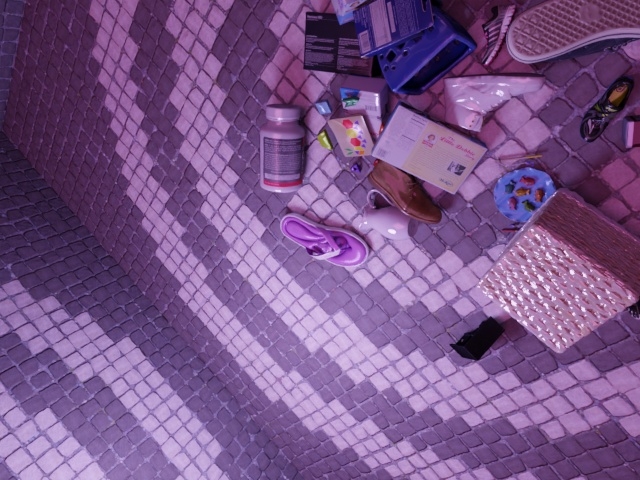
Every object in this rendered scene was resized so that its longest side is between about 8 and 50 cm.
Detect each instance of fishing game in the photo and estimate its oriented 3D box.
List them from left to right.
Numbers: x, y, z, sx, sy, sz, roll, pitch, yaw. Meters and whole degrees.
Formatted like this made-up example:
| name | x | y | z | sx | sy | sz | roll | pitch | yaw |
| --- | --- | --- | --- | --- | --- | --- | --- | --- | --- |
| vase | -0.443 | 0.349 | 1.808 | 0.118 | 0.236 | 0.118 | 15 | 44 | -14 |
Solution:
| name | x | y | z | sx | sy | sz | roll | pitch | yaw |
| --- | --- | --- | --- | --- | --- | --- | --- | --- | --- |
| fishing game | 0.657 | -0.142 | 1.365 | 0.189 | 0.041 | 0.263 | 4 | 113 | 32 |

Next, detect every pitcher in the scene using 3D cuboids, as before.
| name | x | y | z | sx | sy | sz | roll | pitch | yaw |
| --- | --- | --- | --- | --- | --- | --- | --- | --- | --- |
| pitcher | 0.255 | -0.096 | 1.576 | 0.207 | 0.126 | 0.177 | 15 | 110 | 38 |

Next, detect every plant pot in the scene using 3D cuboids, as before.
| name | x | y | z | sx | sy | sz | roll | pitch | yaw |
| --- | --- | --- | --- | --- | --- | --- | --- | --- | --- |
| plant pot | 0.292 | -0.597 | 1.270 | 0.236 | 0.236 | 0.212 | -35 | 84 | 36 |

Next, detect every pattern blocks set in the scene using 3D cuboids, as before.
| name | x | y | z | sx | sy | sz | roll | pitch | yaw |
| --- | --- | --- | --- | --- | --- | --- | --- | --- | --- |
| pattern blocks set | 0.119 | -0.367 | 1.500 | 0.286 | 0.026 | 0.324 | 8 | 145 | 26 |

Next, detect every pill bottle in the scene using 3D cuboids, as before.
| name | x | y | z | sx | sy | sz | roll | pitch | yaw |
| --- | --- | --- | --- | --- | --- | --- | --- | --- | --- |
| pill bottle | -0.150 | -0.362 | 1.656 | 0.177 | 0.176 | 0.318 | 16 | 118 | 24 |

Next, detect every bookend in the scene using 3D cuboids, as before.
| name | x | y | z | sx | sy | sz | roll | pitch | yaw |
| --- | --- | --- | --- | --- | --- | --- | --- | --- | --- |
| bookend | 0.586 | 0.366 | 1.593 | 0.157 | 0.156 | 0.072 | -44 | 83 | -8 |

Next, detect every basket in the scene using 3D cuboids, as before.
| name | x | y | z | sx | sy | sz | roll | pitch | yaw |
| --- | --- | --- | --- | --- | --- | --- | --- | --- | --- |
| basket | 0.705 | 0.086 | 1.245 | 0.331 | 0.267 | 0.328 | 44 | 138 | 19 |

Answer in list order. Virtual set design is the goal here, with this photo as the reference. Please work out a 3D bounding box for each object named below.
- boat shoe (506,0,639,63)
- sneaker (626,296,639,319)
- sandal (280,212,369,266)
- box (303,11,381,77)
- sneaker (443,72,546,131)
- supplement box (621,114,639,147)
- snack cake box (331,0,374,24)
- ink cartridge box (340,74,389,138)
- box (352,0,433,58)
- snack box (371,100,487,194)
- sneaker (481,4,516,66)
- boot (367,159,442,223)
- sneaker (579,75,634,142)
| name | x | y | z | sx | sy | sz | roll | pitch | yaw |
| --- | --- | --- | --- | --- | --- | --- | --- | --- | --- |
| boat shoe | 0.736 | -0.573 | 1.069 | 0.501 | 0.156 | 0.186 | -11 | 100 | 21 |
| sneaker | 1.009 | 0.078 | 1.220 | 0.147 | 0.129 | 0.329 | 7 | 109 | 3 |
| sandal | -0.002 | 0.014 | 1.776 | 0.417 | 0.102 | 0.169 | 21 | 120 | 21 |
| box | 0.080 | -0.666 | 1.436 | 0.262 | 0.103 | 0.184 | 17 | 122 | 23 |
| sneaker | 0.521 | -0.419 | 1.292 | 0.293 | 0.108 | 0.169 | 12 | 118 | 37 |
| supplement box | 0.926 | -0.291 | 1.087 | 0.240 | 0.130 | 0.073 | 1 | 111 | 31 |
| snack cake box | 0.171 | -0.748 | 1.241 | 0.265 | 0.152 | 0.089 | -21 | 100 | 0 |
| ink cartridge box | 0.155 | -0.454 | 1.446 | 0.140 | 0.082 | 0.190 | 17 | 152 | 23 |
| box | 0.202 | -0.611 | 1.171 | 0.226 | 0.037 | 0.136 | -7 | 95 | 38 |
| snack box | 0.353 | -0.300 | 1.391 | 0.322 | 0.060 | 0.187 | 24 | 124 | -7 |
| sneaker | 0.503 | -0.603 | 1.242 | 0.075 | 0.063 | 0.170 | 25 | 116 | 19 |
| boot | 0.312 | -0.175 | 1.490 | 0.305 | 0.112 | 0.115 | 38 | 137 | 6 |
| sneaker | 0.786 | -0.361 | 1.170 | 0.067 | 0.078 | 0.188 | 33 | 124 | 15 |
